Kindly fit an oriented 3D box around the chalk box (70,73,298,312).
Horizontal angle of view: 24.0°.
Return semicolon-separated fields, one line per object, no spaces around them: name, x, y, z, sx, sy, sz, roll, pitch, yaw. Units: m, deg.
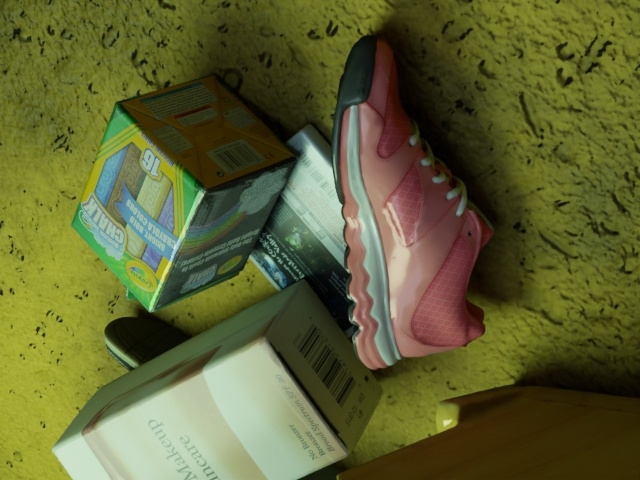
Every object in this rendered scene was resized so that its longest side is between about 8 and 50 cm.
chalk box;-0.141;-0.031;1.451;0.132;0.132;0.213;46;131;20

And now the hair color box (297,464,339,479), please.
hair color box;-0.043;0.444;1.642;0.185;0.114;0.374;-126;43;-51

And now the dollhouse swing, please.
dollhouse swing;0.230;0.282;1.260;0.347;0.305;0.315;3;118;45

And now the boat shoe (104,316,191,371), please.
boat shoe;-0.145;0.161;1.653;0.224;0.080;0.073;26;127;14

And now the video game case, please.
video game case;0.000;0.000;1.474;0.190;0.022;0.173;49;135;-4

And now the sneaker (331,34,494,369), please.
sneaker;0.085;-0.037;1.348;0.136;0.116;0.313;-5;114;5

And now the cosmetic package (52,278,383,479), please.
cosmetic package;-0.105;0.181;1.523;0.296;0.129;0.153;-30;102;30
